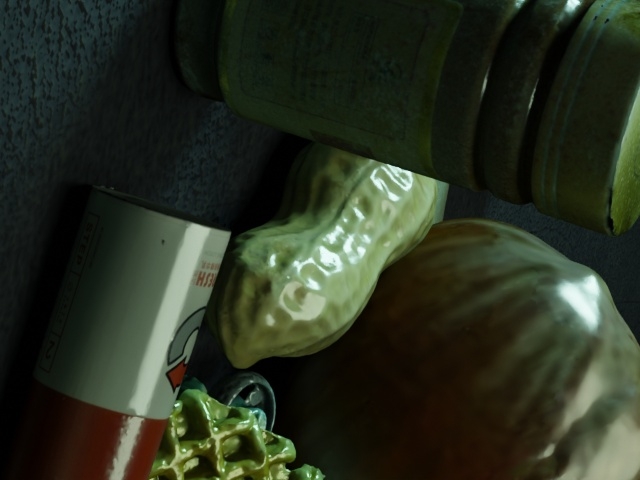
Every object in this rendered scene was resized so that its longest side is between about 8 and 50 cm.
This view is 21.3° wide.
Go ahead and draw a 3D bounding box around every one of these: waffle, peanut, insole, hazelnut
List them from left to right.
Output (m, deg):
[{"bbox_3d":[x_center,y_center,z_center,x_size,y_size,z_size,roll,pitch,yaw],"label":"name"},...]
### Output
[{"bbox_3d":[-0.116,0.215,1.234,0.204,0.054,0.223,32,76,-30],"label":"waffle"},{"bbox_3d":[0.000,0.000,1.378,0.298,0.120,0.136,-49,127,-45],"label":"peanut"},{"bbox_3d":[0.122,-0.044,1.813,0.063,0.010,0.192,-42,146,-52],"label":"insole"},{"bbox_3d":[0.121,0.164,1.500,0.315,0.372,0.372,-8,115,-63],"label":"hazelnut"}]

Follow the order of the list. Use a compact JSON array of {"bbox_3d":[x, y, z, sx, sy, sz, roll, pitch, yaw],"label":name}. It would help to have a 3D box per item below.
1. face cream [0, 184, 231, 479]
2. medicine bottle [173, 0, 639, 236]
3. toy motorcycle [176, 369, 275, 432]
[{"bbox_3d":[-0.136,0.079,1.115,0.096,0.096,0.214,12,97,-70],"label":"face cream"},{"bbox_3d":[0.072,-0.121,1.148,0.151,0.322,0.151,-52,153,-41],"label":"medicine bottle"},{"bbox_3d":[-0.112,0.246,1.345,0.198,0.109,0.296,4,98,-57],"label":"toy motorcycle"}]
